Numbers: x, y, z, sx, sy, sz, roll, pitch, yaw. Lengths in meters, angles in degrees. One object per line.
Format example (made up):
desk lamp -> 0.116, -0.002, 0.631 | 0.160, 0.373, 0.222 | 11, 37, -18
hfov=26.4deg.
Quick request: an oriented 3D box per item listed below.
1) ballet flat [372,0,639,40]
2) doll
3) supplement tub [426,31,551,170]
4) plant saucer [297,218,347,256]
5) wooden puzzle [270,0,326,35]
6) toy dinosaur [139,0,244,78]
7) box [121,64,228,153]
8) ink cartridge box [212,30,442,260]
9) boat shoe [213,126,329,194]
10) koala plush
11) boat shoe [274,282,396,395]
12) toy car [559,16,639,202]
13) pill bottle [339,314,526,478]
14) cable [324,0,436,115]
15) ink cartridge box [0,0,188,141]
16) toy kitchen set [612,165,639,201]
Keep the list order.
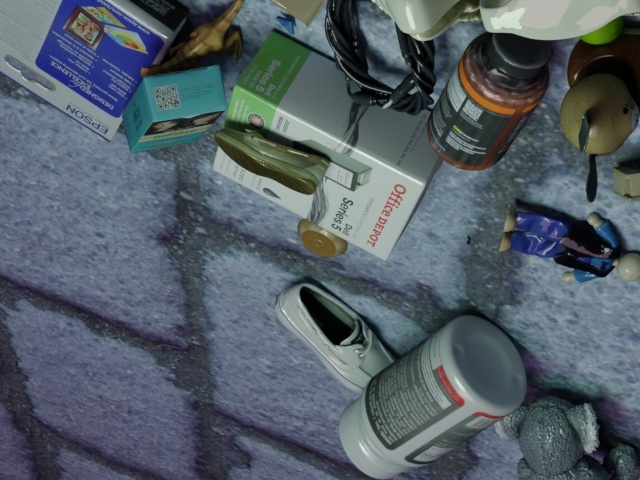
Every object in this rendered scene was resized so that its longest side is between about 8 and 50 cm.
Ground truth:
ballet flat -> 0.181, -0.276, 1.376 | 0.483, 0.182, 0.164 | 5, 141, 34
doll -> 0.332, 0.012, 1.786 | 0.189, 0.046, 0.129 | 16, 137, 9
supplement tub -> 0.200, -0.171, 1.580 | 0.106, 0.106, 0.198 | 29, 148, 1
plant saucer -> 0.000, 0.000, 2.059 | 0.083, 0.015, 0.083 | 20, 147, 14
wooden puzzle -> -0.030, -0.301, 1.667 | 0.078, 0.014, 0.116 | 40, 146, -9
toy dinosaur -> -0.136, -0.262, 1.741 | 0.211, 0.112, 0.064 | -42, 83, 16
box -> -0.198, -0.172, 1.820 | 0.244, 0.101, 0.060 | 157, 101, -74
ink cartridge box -> 0.015, -0.120, 1.785 | 0.273, 0.114, 0.198 | 28, 147, 3
boat shoe -> -0.063, -0.109, 1.722 | 0.153, 0.048, 0.056 | 25, 159, 21
koala plush -> 0.365, 0.329, 2.090 | 0.196, 0.203, 0.221 | 7, 130, 30
boat shoe -> 0.041, 0.162, 2.178 | 0.258, 0.095, 0.084 | 36, 152, -13
toy car -> 0.317, -0.138, 1.455 | 0.149, 0.188, 0.155 | 11, 144, 27
pill bottle -> 0.163, 0.245, 2.075 | 0.161, 0.161, 0.283 | 38, 131, -14
cable -> 0.073, -0.228, 1.623 | 0.151, 0.047, 0.184 | 28, 141, 33
ink cartridge box -> -0.361, -0.304, 1.876 | 0.304, 0.072, 0.307 | 33, 149, -9
toy kitchen set -> 0.395, -0.089, 1.619 | 0.083, 0.075, 0.068 | -8, 100, -1
